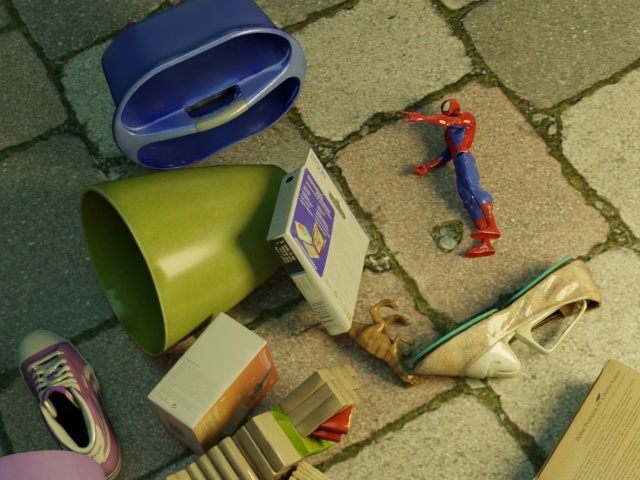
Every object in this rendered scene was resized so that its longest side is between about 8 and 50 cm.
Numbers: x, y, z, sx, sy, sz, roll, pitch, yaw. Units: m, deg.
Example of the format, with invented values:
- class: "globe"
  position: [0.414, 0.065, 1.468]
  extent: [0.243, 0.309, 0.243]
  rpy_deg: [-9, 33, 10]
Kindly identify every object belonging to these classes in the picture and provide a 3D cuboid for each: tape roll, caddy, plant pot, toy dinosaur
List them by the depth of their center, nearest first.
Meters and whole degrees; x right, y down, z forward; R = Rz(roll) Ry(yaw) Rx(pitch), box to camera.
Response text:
- class: "tape roll"
  position: [-0.416, 0.392, 1.811]
  extent: [0.275, 0.274, 0.090]
  rpy_deg: [-21, 59, -5]
- class: "toy dinosaur"
  position: [0.074, 0.141, 2.017]
  extent: [0.211, 0.064, 0.112]
  rpy_deg: [30, 69, 23]
- class: "plant pot"
  position: [-0.176, -0.006, 2.046]
  extent: [0.294, 0.274, 0.274]
  rpy_deg: [-24, 58, -24]
- class: "caddy"
  position: [-0.191, -0.252, 2.188]
  extent: [0.341, 0.241, 0.179]
  rpy_deg: [-26, 53, -7]

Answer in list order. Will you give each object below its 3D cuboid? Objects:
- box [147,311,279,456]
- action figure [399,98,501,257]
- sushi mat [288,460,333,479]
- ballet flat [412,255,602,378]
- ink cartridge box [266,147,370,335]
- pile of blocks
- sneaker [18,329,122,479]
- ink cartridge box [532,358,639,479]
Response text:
- class: "box"
  position: [-0.155, 0.216, 1.964]
  extent: [0.091, 0.130, 0.170]
  rpy_deg: [32, 69, 24]
- class: "action figure"
  position: [0.197, -0.111, 2.129]
  extent: [0.139, 0.091, 0.280]
  rpy_deg: [-1, 59, -7]
- class: "sushi mat"
  position: [0.054, 0.448, 1.863]
  extent: [0.317, 0.019, 0.151]
  rpy_deg: [30, 67, 23]
- class: "ballet flat"
  position: [0.286, 0.138, 1.970]
  extent: [0.316, 0.107, 0.106]
  rpy_deg: [-32, 74, -11]
- class: "ink cartridge box"
  position: [0.000, 0.000, 2.017]
  extent: [0.045, 0.206, 0.208]
  rpy_deg: [-16, 35, 26]
- class: "pile of blocks"
  position: [-0.079, 0.321, 1.901]
  extent: [0.362, 0.149, 0.112]
  rpy_deg: [-35, 74, -1]
- class: "sneaker"
  position: [-0.383, 0.218, 1.979]
  extent: [0.102, 0.161, 0.282]
  rpy_deg: [-32, 59, -10]
- class: "ink cartridge box"
  position: [0.429, 0.312, 1.851]
  extent: [0.193, 0.088, 0.234]
  rpy_deg: [28, 67, 23]
